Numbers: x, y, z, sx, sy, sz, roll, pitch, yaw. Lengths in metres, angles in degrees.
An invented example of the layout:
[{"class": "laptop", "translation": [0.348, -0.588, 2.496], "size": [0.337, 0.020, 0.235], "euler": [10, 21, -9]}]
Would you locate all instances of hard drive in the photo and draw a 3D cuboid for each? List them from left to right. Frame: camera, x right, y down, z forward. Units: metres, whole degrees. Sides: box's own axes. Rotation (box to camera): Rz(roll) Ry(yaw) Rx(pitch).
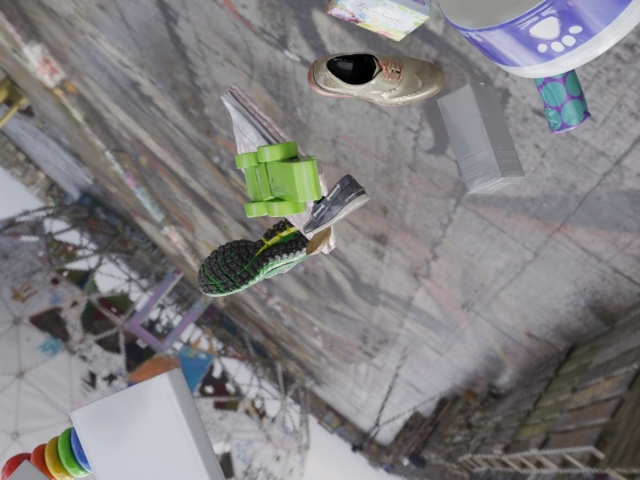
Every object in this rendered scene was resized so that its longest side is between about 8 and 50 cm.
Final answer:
[{"class": "hard drive", "translation": [-0.209, 0.343, 1.057], "size": [0.040, 0.203, 0.307], "euler": [-16, -98, -59]}]

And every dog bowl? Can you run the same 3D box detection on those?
[{"class": "dog bowl", "translation": [0.264, -0.325, 0.894], "size": [0.104, 0.265, 0.265], "euler": [27, 177, -32]}]

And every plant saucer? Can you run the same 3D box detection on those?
[{"class": "plant saucer", "translation": [0.000, 0.000, 1.668], "size": [0.015, 0.083, 0.083], "euler": [35, 171, -17]}]

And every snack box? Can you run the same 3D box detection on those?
[{"class": "snack box", "translation": [0.095, -0.381, 1.283], "size": [0.141, 0.037, 0.100], "euler": [14, 164, -23]}]

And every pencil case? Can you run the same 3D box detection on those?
[{"class": "pencil case", "translation": [0.354, -0.239, 1.198], "size": [0.070, 0.064, 0.151], "euler": [-16, 109, 40]}]

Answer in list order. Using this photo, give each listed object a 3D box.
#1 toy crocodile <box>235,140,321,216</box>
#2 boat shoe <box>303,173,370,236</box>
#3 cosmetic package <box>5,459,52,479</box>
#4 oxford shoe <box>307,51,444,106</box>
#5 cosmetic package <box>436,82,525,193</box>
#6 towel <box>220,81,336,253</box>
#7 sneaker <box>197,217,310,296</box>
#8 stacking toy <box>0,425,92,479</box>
[{"class": "toy crocodile", "translation": [-0.065, -0.104, 1.311], "size": [0.340, 0.105, 0.115], "euler": [-175, 72, -69]}, {"class": "boat shoe", "translation": [0.020, -0.067, 1.519], "size": [0.065, 0.075, 0.206], "euler": [59, 145, 2]}, {"class": "cosmetic package", "translation": [-0.527, 0.568, 1.438], "size": [0.225, 0.224, 0.138], "euler": [28, 149, 22]}, {"class": "oxford shoe", "translation": [0.151, -0.392, 1.895], "size": [0.348, 0.123, 0.130], "euler": [-4, -179, -15]}, {"class": "cosmetic package", "translation": [0.368, -0.234, 1.805], "size": [0.127, 0.107, 0.238], "euler": [-5, -107, -50]}, {"class": "towel", "translation": [-0.094, -0.154, 1.769], "size": [0.332, 0.053, 0.317], "euler": [46, 164, 26]}, {"class": "sneaker", "translation": [-0.159, 0.064, 2.082], "size": [0.146, 0.343, 0.134], "euler": [79, 167, -65]}, {"class": "stacking toy", "translation": [-0.515, 0.444, 1.637], "size": [0.141, 0.330, 0.141], "euler": [-24, -90, -84]}]
